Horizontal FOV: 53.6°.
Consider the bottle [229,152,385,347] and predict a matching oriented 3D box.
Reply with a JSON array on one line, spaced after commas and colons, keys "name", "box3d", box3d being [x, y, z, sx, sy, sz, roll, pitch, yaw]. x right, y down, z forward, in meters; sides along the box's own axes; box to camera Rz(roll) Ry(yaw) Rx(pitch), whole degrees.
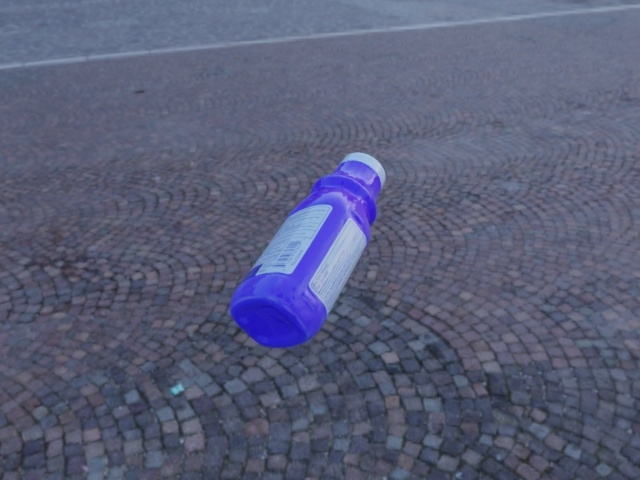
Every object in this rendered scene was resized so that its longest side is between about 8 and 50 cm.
[{"name": "bottle", "box3d": [0.000, 0.000, 0.779, 0.118, 0.092, 0.283, -20, 29, 45]}]
